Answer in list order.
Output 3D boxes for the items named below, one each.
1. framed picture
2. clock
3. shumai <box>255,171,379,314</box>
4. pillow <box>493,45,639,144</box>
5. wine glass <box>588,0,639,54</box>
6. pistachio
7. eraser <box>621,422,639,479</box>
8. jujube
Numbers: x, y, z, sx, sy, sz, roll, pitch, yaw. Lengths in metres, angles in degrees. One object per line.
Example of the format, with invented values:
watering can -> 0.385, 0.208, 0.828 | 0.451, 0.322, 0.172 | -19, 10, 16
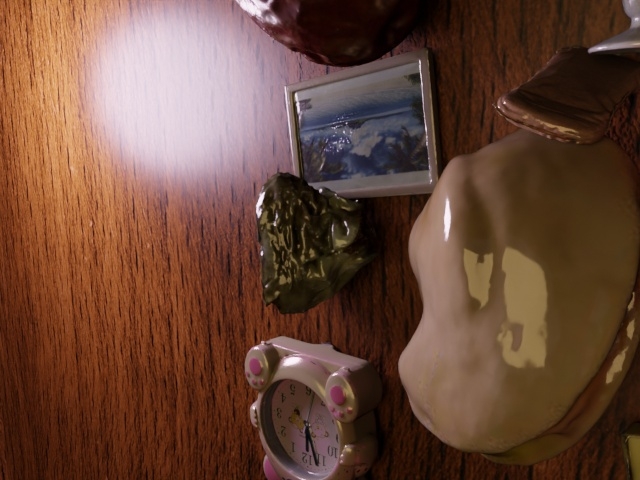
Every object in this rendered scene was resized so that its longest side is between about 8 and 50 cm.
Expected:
framed picture -> 0.067, -0.186, 1.046 | 0.315, 0.024, 0.231 | -2, 96, 40
clock -> -0.015, 0.356, 1.149 | 0.284, 0.114, 0.309 | 8, 103, 37
shumai -> -0.002, 0.000, 1.063 | 0.218, 0.189, 0.255 | -5, 93, 18
pillow -> 0.316, -0.186, 0.737 | 0.135, 0.211, 0.034 | 33, 145, 29
wine glass -> 0.380, -0.320, 0.686 | 0.165, 0.165, 0.196 | 10, 109, 38
pistachio -> 0.248, 0.063, 0.777 | 0.365, 0.282, 0.445 | 36, 110, 64
eraser -> 0.472, 0.332, 0.780 | 0.117, 0.058, 0.172 | -8, 92, 40
jujube -> -0.012, -0.443, 0.920 | 0.377, 0.277, 0.276 | 47, 123, 25
